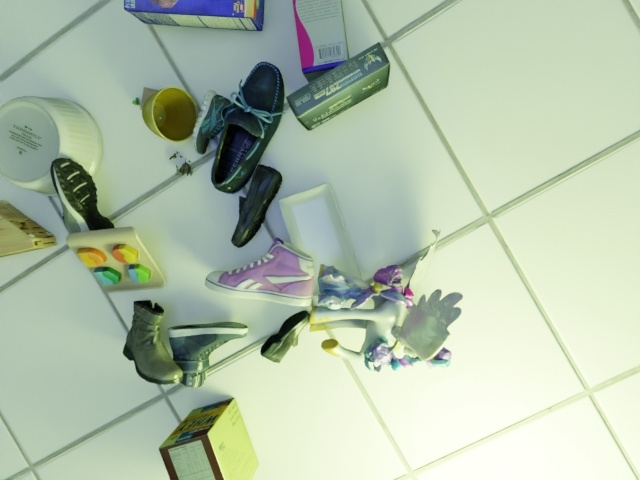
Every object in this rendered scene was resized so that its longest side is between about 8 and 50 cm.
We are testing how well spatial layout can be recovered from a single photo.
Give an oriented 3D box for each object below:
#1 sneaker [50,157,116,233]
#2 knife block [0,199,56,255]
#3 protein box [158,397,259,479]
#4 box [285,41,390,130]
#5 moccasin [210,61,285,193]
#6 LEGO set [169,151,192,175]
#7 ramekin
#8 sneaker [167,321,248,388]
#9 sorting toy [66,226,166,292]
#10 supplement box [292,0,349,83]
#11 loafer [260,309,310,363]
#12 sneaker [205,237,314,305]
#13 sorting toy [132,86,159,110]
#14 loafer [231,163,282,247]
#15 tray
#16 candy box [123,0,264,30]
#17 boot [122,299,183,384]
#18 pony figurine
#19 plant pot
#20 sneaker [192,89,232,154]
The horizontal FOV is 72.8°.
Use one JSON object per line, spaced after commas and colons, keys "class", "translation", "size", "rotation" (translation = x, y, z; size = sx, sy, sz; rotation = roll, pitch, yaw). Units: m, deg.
{"class": "sneaker", "translation": [-0.632, -0.081, 1.124], "size": [0.108, 0.100, 0.271], "rotation": [2, 123, 17]}
{"class": "knife block", "translation": [-0.920, 0.020, 1.214], "size": [0.276, 0.088, 0.242], "rotation": [34, 99, 3]}
{"class": "protein box", "translation": [-0.277, 0.554, 1.113], "size": [0.136, 0.200, 0.201], "rotation": [-19, 92, 8]}
{"class": "box", "translation": [0.046, -0.346, 1.009], "size": [0.233, 0.183, 0.059], "rotation": [-28, 90, 8]}
{"class": "moccasin", "translation": [-0.175, -0.274, 1.076], "size": [0.138, 0.117, 0.342], "rotation": [18, 97, 6]}
{"class": "LEGO set", "translation": [-0.366, -0.199, 1.159], "size": [0.054, 0.023, 0.083], "rotation": [-25, 78, 7]}
{"class": "ramekin", "translation": [-0.737, -0.251, 1.148], "size": [0.273, 0.127, 0.272], "rotation": [1, 95, 8]}
{"class": "sneaker", "translation": [-0.290, 0.301, 1.147], "size": [0.226, 0.086, 0.163], "rotation": [-8, 85, 16]}
{"class": "sorting toy", "translation": [-0.533, 0.061, 1.140], "size": [0.193, 0.038, 0.208], "rotation": [-6, 131, 8]}
{"class": "supplement box", "translation": [0.004, -0.504, 1.038], "size": [0.111, 0.114, 0.220], "rotation": [-7, 95, 9]}
{"class": "loafer", "translation": [-0.081, 0.253, 1.142], "size": [0.061, 0.062, 0.170], "rotation": [42, 103, -20]}
{"class": "sneaker", "translation": [-0.153, 0.067, 1.105], "size": [0.282, 0.102, 0.161], "rotation": [5, 98, 7]}
{"class": "sorting toy", "translation": [-0.461, -0.375, 1.159], "size": [0.083, 0.012, 0.062], "rotation": [14, 101, 3]}
{"class": "loafer", "translation": [-0.176, -0.088, 1.116], "size": [0.078, 0.076, 0.223], "rotation": [27, 93, 10]}
{"class": "tray", "translation": [0.000, 0.000, 1.119], "size": [0.145, 0.030, 0.270], "rotation": [-18, 92, 9]}
{"class": "candy box", "translation": [-0.295, -0.664, 1.037], "size": [0.317, 0.122, 0.268], "rotation": [4, 103, 2]}
{"class": "boot", "translation": [-0.435, 0.256, 1.128], "size": [0.246, 0.083, 0.161], "rotation": [20, 101, 37]}
{"class": "pony figurine", "translation": [0.163, 0.167, 1.017], "size": [0.364, 0.302, 0.351], "rotation": [11, 128, 3]}
{"class": "plant pot", "translation": [-0.397, -0.320, 1.108], "size": [0.095, 0.134, 0.134], "rotation": [12, 97, 35]}
{"class": "sneaker", "translation": [-0.276, -0.297, 1.118], "size": [0.076, 0.065, 0.166], "rotation": [19, 98, 2]}
